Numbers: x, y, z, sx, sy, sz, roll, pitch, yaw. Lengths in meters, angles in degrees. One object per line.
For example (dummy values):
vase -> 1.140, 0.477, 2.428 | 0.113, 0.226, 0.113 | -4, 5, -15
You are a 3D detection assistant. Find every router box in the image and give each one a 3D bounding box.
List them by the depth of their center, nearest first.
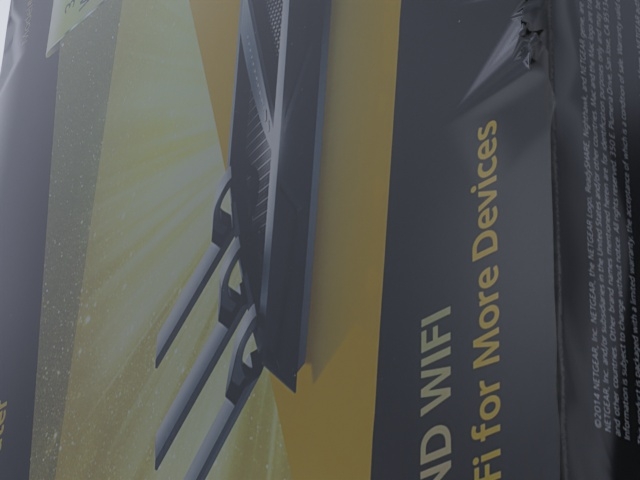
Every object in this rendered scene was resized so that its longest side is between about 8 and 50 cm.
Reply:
router box -> 0.000, 0.000, 0.488 | 0.081, 0.308, 0.243 | 24, -37, -32
